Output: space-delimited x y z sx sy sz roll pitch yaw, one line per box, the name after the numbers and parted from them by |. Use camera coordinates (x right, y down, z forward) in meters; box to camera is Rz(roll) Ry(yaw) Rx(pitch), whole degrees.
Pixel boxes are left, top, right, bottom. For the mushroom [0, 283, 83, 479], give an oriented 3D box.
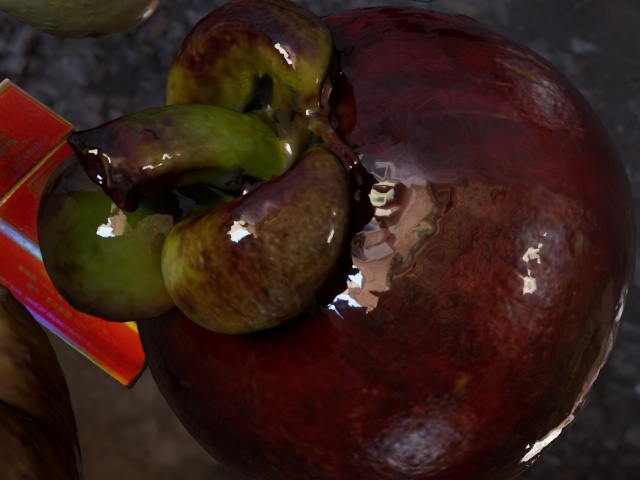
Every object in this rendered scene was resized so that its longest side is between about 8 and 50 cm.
-0.219 0.036 0.583 0.267 0.254 0.267 -22 176 -2 | mushroom

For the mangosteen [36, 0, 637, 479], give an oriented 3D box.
0.000 0.000 0.725 0.257 0.215 0.215 18 171 -37 | mangosteen

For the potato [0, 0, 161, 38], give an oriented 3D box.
-0.162 -0.197 0.983 0.157 0.157 0.194 1 129 54 | potato

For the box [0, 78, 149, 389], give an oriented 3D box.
-0.146 -0.007 1.042 0.175 0.112 0.048 36 128 -2 | box

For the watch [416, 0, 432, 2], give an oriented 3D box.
0.059 -0.342 1.707 0.253 0.162 0.241 -21 102 20 | watch
